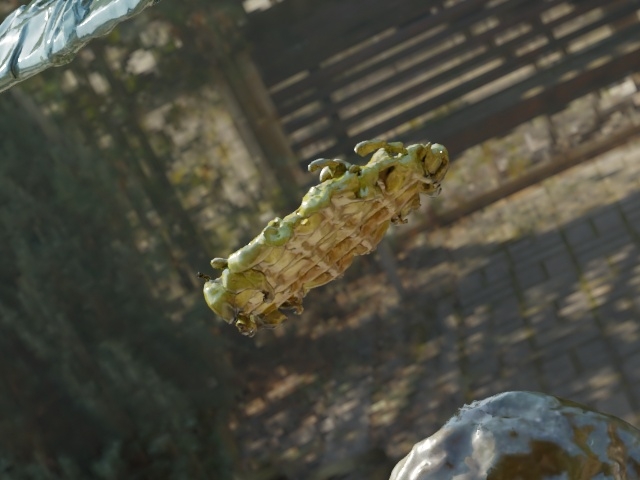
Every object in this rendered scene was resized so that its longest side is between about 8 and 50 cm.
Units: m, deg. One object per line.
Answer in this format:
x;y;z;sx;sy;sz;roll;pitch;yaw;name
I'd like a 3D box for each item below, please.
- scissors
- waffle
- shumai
-0.164;-0.082;0.723;0.383;0.029;0.256;-31;31;35;scissors
0.002;0.002;1.352;0.280;0.060;0.262;-29;-17;-40;waffle
0.097;0.178;0.619;0.161;0.209;0.153;-10;30;34;shumai
